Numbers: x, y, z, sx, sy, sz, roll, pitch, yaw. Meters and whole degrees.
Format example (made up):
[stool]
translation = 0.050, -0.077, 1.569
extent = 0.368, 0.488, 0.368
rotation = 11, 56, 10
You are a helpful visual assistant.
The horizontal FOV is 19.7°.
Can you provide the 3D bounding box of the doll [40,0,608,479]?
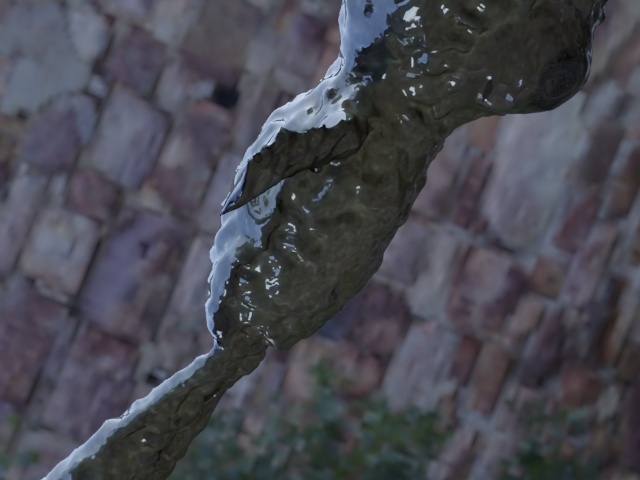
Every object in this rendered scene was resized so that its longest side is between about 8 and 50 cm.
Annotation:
[doll]
translation = -0.006, -0.004, 0.622
extent = 0.286, 0.091, 0.203
rotation = -44, -24, -11
